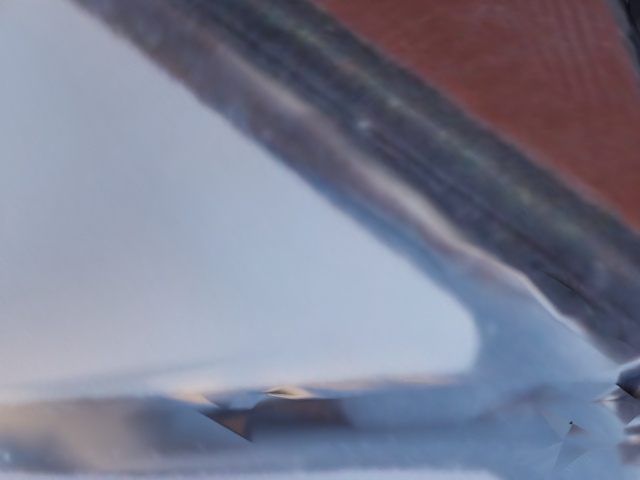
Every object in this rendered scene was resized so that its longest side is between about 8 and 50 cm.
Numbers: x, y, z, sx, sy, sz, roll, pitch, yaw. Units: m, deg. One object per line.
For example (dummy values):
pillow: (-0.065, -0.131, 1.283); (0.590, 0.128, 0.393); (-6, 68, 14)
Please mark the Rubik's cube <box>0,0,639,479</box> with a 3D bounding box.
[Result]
Rubik's cube: (0.000, 0.000, 0.523); (0.307, 0.305, 0.310); (36, 133, 18)
